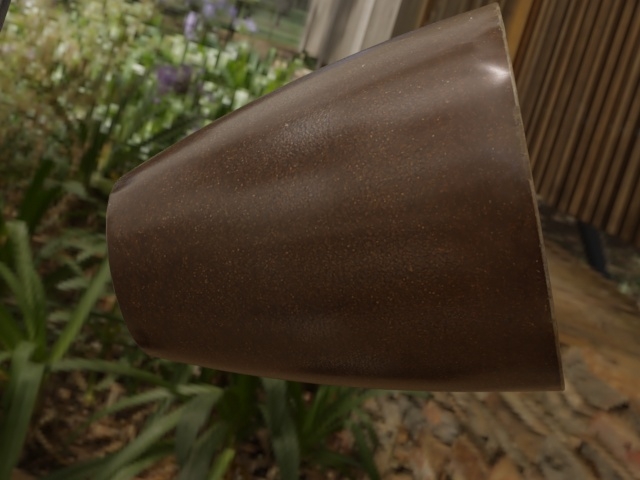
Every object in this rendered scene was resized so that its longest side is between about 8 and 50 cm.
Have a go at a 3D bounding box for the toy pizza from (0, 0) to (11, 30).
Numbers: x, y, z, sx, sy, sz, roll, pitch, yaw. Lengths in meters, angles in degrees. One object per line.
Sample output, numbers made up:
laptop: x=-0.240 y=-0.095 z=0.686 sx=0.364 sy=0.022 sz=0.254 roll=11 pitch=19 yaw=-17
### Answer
toy pizza: x=-0.269 y=-0.205 z=0.925 sx=0.032 sy=0.201 sz=0.201 roll=16 pitch=8 yaw=-24

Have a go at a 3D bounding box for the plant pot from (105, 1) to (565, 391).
plant pot: x=0.005 y=-0.006 z=0.666 sx=0.230 sy=0.216 sz=0.215 roll=-9 pitch=5 yaw=9
